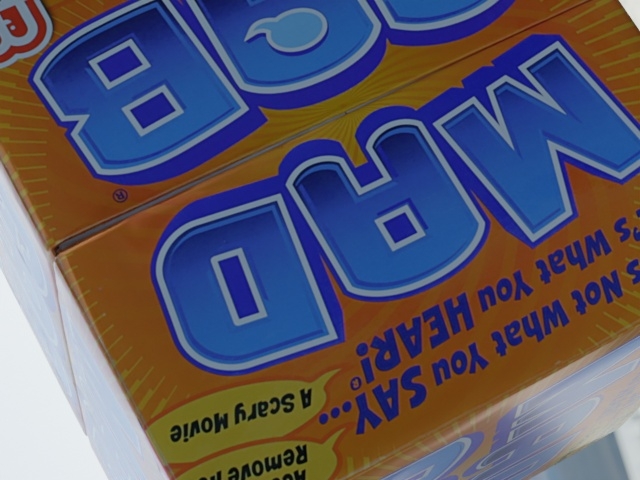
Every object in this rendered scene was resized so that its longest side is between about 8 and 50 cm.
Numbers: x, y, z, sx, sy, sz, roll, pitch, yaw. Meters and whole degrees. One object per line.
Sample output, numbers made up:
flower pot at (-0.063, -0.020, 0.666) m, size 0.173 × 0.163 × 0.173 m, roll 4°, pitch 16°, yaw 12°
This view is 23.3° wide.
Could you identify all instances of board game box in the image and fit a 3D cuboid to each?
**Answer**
board game box at (0.000, 0.000, 1.000) m, size 0.356 × 0.356 × 0.356 m, roll 59°, pitch 165°, yaw 18°
